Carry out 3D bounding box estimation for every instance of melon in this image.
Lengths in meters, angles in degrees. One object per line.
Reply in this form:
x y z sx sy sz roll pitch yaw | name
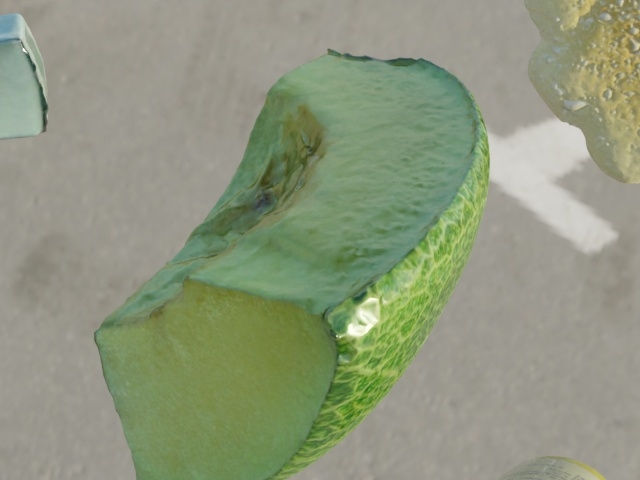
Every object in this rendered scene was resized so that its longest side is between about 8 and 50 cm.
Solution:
0.000 0.000 1.396 0.226 0.331 0.343 42 53 6 | melon

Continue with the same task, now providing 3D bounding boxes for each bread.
0.341 -0.195 1.829 0.316 0.316 0.054 23 25 5 | bread

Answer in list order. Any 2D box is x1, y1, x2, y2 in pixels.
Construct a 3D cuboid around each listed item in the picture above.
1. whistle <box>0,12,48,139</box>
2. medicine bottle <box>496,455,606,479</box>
-0.345 -0.144 1.404 0.290 0.163 0.163 -6 40 0 | whistle
0.158 0.244 1.473 0.122 0.122 0.212 31 16 15 | medicine bottle
